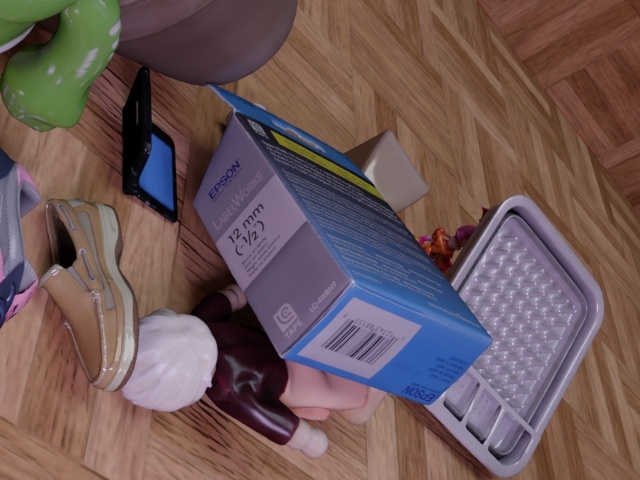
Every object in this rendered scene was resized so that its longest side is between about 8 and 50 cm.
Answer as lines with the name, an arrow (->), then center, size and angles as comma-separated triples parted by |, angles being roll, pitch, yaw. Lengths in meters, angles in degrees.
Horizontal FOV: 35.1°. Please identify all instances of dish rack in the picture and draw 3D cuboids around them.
dish rack -> 0.251, 0.132, 1.427 | 0.285, 0.072, 0.333 | 46, 67, -27

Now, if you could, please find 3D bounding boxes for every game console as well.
game console -> -0.168, -0.100, 1.053 | 0.071, 0.107, 0.122 | 10, 50, -24

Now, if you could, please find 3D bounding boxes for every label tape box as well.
label tape box -> 0.000, 0.000, 1.102 | 0.249, 0.115, 0.348 | 24, 22, -46

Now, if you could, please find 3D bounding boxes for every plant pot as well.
plant pot -> 0.069, -0.072, 1.426 | 0.109, 0.109, 0.096 | 55, 39, -13
plant pot -> -0.159, -0.307, 1.062 | 0.280, 0.323, 0.323 | 48, 22, -64

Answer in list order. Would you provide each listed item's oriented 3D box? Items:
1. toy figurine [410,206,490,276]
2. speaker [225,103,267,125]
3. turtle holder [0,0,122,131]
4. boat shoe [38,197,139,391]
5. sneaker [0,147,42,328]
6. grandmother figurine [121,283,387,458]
toy figurine -> 0.198, 0.005, 1.510 | 0.173, 0.159, 0.130 | 13, 53, -56
speaker -> -0.075, -0.098, 1.235 | 0.055, 0.055, 0.136 | 19, 48, -54
turtle holder -> -0.300, -0.232, 0.759 | 0.320, 0.227, 0.243 | 13, 52, -58
boat shoe -> -0.205, 0.043, 0.858 | 0.072, 0.068, 0.190 | 17, 38, -39
sneaker -> -0.254, 0.042, 0.701 | 0.131, 0.112, 0.319 | 35, 37, -38
grandmother figurine -> -0.063, 0.129, 0.991 | 0.208, 0.104, 0.342 | 44, 17, 34
